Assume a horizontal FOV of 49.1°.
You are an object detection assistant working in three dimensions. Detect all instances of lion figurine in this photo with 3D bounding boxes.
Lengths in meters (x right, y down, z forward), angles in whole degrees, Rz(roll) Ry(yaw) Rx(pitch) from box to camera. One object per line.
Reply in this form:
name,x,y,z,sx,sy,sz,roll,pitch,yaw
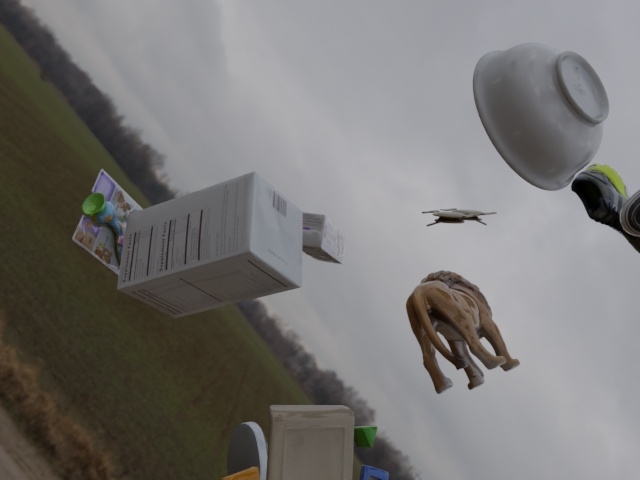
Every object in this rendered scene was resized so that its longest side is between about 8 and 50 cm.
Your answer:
lion figurine,0.229,0.137,1.239,0.240,0.142,0.392,63,10,20

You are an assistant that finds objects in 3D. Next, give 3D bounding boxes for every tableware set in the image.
tableware set,0.356,-0.055,1.807,0.128,0.194,0.039,8,-80,37

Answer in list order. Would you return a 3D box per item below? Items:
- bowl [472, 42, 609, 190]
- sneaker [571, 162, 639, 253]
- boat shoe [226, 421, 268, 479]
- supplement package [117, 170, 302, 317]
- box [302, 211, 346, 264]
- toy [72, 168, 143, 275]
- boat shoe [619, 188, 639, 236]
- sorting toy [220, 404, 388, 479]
bowl,0.428,-0.249,1.281,0.298,0.298,0.134,52,-43,-8
sneaker,0.725,-0.059,1.714,0.300,0.121,0.111,53,-38,27
boat shoe,-0.116,0.529,1.478,0.113,0.105,0.306,-13,-95,44
supplement package,-0.165,0.014,1.058,0.139,0.244,0.134,41,42,-50
box,0.000,0.000,1.420,0.067,0.063,0.324,7,-6,9
toy,-0.314,-0.002,1.204,0.056,0.137,0.237,-2,-30,26
boat shoe,0.536,-0.062,0.968,0.076,0.228,0.080,-6,81,-81
sorting toy,-0.023,0.351,1.066,0.047,0.196,0.347,-13,-19,42
